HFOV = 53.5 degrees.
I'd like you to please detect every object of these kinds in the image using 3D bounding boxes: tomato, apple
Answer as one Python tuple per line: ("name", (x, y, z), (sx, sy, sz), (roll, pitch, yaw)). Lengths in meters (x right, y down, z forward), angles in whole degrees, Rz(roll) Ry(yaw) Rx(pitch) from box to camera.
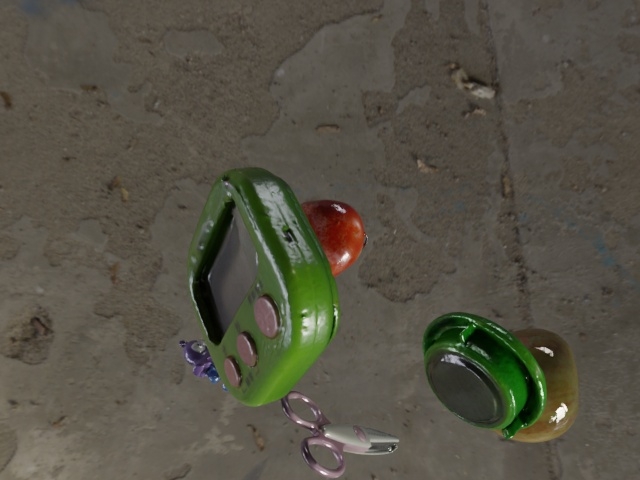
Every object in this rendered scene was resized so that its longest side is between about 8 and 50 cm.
("tomato", (0.000, 0.000, 1.271), (0.151, 0.187, 0.187), (39, 79, -27))
("apple", (0.473, 0.335, 1.480), (0.233, 0.257, 0.257), (-6, 76, 17))

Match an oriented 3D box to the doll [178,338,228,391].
("doll", (-0.218, 0.272, 1.366), (0.205, 0.110, 0.067), (32, 107, 4))

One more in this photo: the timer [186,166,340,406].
("timer", (-0.041, 0.030, 0.405), (0.047, 0.140, 0.128), (-9, 59, -32))

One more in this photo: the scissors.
("scissors", (0.028, 0.187, 0.599), (0.022, 0.176, 0.085), (-44, 51, 15))

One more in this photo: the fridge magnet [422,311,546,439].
("fridge magnet", (0.238, 0.202, 0.959), (0.088, 0.208, 0.208), (-35, 77, -34))
